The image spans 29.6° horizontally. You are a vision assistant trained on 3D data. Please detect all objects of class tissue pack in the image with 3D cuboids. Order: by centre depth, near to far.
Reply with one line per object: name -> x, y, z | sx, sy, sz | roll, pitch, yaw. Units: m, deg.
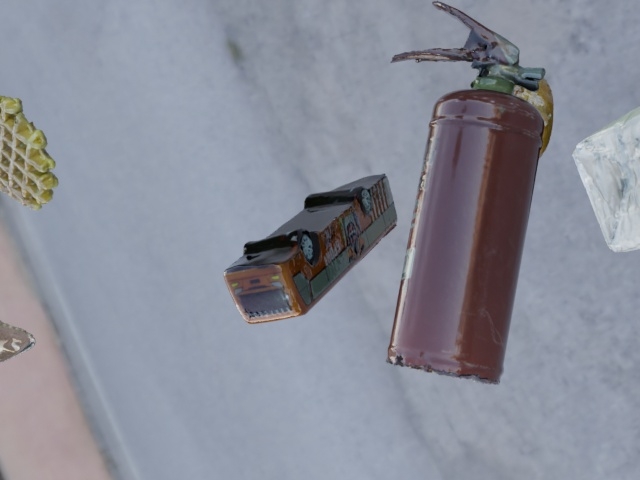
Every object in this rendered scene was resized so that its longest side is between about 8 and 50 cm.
tissue pack -> 0.624, -0.146, 1.838 | 0.207, 0.380, 0.297 | 68, 157, 3

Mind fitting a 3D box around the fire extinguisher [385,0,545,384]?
fire extinguisher -> 0.118, -0.048, 1.083 | 0.106, 0.147, 0.337 | 110, 171, -82

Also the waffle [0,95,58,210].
waffle -> -0.431, -0.127, 1.677 | 0.191, 0.038, 0.191 | 26, 132, 34

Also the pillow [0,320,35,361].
pillow -> -0.536, 0.134, 1.791 | 0.135, 0.211, 0.034 | -23, 51, 29

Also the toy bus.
toy bus -> 0.000, 0.000, 1.552 | 0.093, 0.409, 0.092 | -11, 103, 25

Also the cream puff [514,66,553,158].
cream puff -> 0.281, -0.185, 1.808 | 0.150, 0.115, 0.165 | -104, 13, -51
